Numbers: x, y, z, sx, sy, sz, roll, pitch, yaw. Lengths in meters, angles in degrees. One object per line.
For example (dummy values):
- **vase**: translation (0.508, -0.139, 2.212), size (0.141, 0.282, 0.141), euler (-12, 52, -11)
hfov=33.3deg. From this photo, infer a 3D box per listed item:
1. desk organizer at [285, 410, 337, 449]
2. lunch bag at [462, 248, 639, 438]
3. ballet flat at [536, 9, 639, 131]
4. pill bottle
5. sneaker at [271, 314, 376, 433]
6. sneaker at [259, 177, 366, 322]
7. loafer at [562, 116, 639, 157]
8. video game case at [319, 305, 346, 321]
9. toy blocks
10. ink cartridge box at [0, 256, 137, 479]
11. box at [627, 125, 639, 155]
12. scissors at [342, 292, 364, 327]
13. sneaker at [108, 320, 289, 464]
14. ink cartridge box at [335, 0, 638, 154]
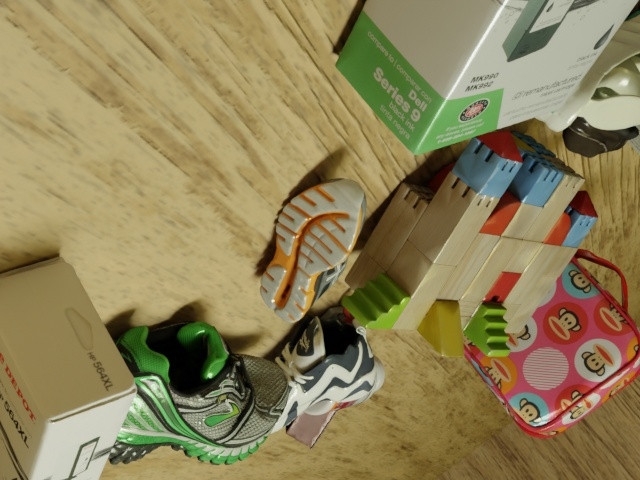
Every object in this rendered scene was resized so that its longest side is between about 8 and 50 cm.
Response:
- **desk organizer**: translation (-0.001, 0.261, 1.699), size (0.130, 0.050, 0.047), euler (-57, -172, 10)
- **lunch bag**: translation (0.331, 0.115, 1.580), size (0.258, 0.293, 0.120), euler (-37, 154, 3)
- **ballet flat**: translation (0.347, -0.184, 1.209), size (0.400, 0.139, 0.139), euler (-15, 150, -43)
- **pill bottle**: translation (0.029, 0.206, 1.587), size (0.086, 0.086, 0.152), euler (-48, 156, 27)
- **sneaker**: translation (-0.037, 0.166, 1.417), size (0.234, 0.094, 0.153), euler (-12, 135, -10)
- **sneaker**: translation (0.000, 0.000, 1.150), size (0.083, 0.084, 0.215), euler (-36, 166, -39)
- **loafer**: translation (0.349, -0.139, 1.372), size (0.078, 0.080, 0.220), euler (-45, 157, 20)
- **video game case**: translation (0.025, 0.121, 1.508), size (0.087, 0.011, 0.122), euler (-48, 155, 28)
- **toy blocks**: translation (0.211, -0.017, 1.322), size (0.381, 0.191, 0.261), euler (7, 120, -49)
- **ink cartridge box**: translation (-0.249, 0.136, 0.942), size (0.085, 0.148, 0.203), euler (-18, 151, -35)
- **box**: translation (0.509, -0.221, 1.407), size (0.094, 0.113, 0.275), euler (-21, 155, -36)
- **scissors**: translation (0.142, 0.034, 1.492), size (0.297, 0.021, 0.109), euler (-36, 153, -14)
- **sneaker**: translation (-0.129, 0.167, 1.206), size (0.146, 0.134, 0.343), euler (-45, 157, 18)
- **ink cartridge box**: translation (0.168, -0.226, 0.865), size (0.211, 0.121, 0.289), euler (-20, 153, -36)
